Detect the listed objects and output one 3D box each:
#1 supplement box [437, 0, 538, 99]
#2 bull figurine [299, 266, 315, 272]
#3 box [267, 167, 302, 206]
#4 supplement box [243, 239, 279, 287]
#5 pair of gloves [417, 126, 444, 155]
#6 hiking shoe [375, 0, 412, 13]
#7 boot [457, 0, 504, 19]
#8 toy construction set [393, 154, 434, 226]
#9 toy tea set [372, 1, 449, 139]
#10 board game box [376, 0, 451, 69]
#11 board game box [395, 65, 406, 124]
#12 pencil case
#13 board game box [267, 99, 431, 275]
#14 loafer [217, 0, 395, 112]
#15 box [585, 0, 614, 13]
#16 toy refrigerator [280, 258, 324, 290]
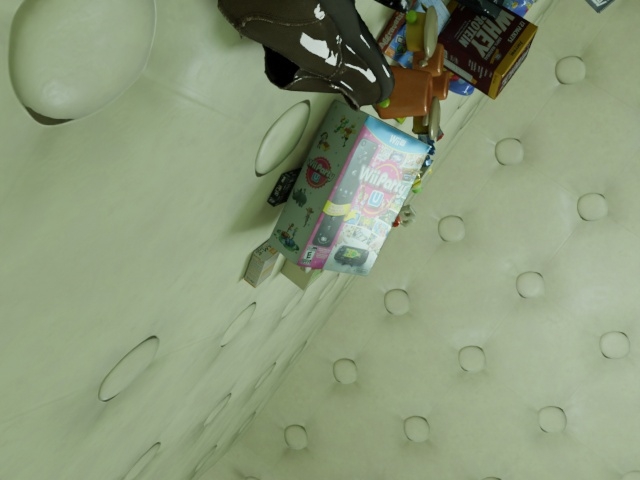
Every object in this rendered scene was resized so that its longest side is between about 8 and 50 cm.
[{"bbox_3d":[0.374,-0.457,1.331,0.129,0.194,0.191,-54,169,5],"label":"supplement box"},{"bbox_3d":[0.028,-0.072,1.254,0.188,0.101,0.311,-20,130,-36],"label":"bull figurine"},{"bbox_3d":[-0.063,-0.104,1.101,0.067,0.018,0.083,-59,167,27],"label":"box"},{"bbox_3d":[-0.129,0.052,1.261,0.062,0.036,0.098,-41,164,-45],"label":"supplement box"},{"bbox_3d":[0.282,-0.318,1.536,0.023,0.159,0.198,-19,169,-5],"label":"pair of gloves"},{"bbox_3d":[0.079,-0.327,0.581,0.227,0.086,0.114,-12,127,-83],"label":"hiking shoe"},{"bbox_3d":[0.330,-0.564,1.109,0.246,0.094,0.207,-7,123,-54],"label":"boot"},{"bbox_3d":[0.184,-0.121,1.509,0.328,0.214,0.151,-69,149,-51],"label":"toy construction set"},{"bbox_3d":[0.169,-0.304,1.112,0.336,0.124,0.200,22,75,-71],"label":"toy tea set"},{"bbox_3d":[0.191,-0.421,1.137,0.145,0.027,0.281,-58,168,18],"label":"board game box"},{"bbox_3d":[0.191,-0.338,1.346,0.092,0.043,0.181,-55,168,10],"label":"board game box"},{"bbox_3d":[0.431,-0.532,1.518,0.133,0.119,0.306,2,131,-40],"label":"pencil case"},{"bbox_3d":[0.061,-0.091,1.120,0.224,0.097,0.303,11,108,-48],"label":"board game box"},{"bbox_3d":[-0.014,-0.242,0.679,0.130,0.134,0.366,-32,163,13],"label":"loafer"},{"bbox_3d":[0.686,-0.749,1.321,0.394,0.097,0.318,11,140,-43],"label":"box"},{"bbox_3d":[0.000,0.000,1.476,0.102,0.094,0.270,-39,162,-49],"label":"toy refrigerator"}]
